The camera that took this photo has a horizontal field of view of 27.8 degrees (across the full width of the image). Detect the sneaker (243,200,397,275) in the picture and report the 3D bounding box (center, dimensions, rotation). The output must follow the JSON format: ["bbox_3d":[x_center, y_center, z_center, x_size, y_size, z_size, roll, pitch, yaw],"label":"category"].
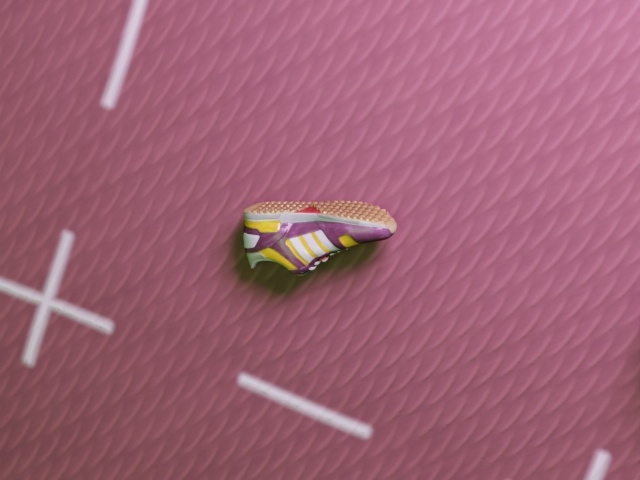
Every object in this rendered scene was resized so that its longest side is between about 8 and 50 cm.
[{"bbox_3d":[0.000,0.000,1.526,0.185,0.069,0.084,4,107,17],"label":"sneaker"}]
